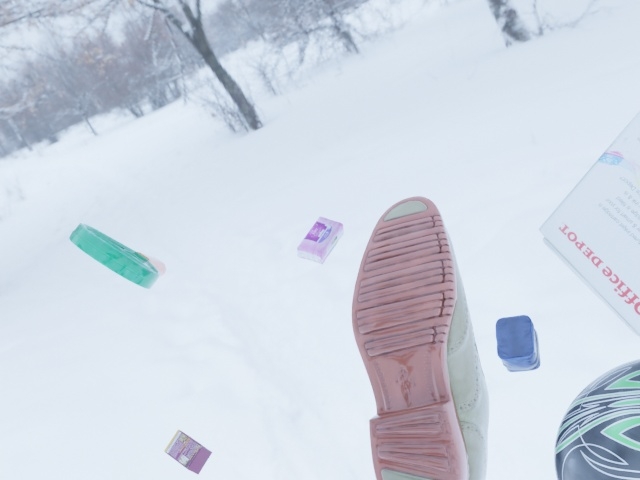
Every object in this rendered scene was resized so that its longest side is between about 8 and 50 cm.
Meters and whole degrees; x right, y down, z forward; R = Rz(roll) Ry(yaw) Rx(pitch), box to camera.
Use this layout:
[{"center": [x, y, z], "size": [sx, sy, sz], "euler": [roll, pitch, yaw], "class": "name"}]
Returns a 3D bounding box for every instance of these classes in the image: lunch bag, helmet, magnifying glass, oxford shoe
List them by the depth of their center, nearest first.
[{"center": [0.260, 0.165, 0.448], "size": [0.162, 0.169, 0.169], "euler": [19, 34, 14], "class": "helmet"}, {"center": [-0.204, 0.022, 0.668], "size": [0.026, 0.092, 0.231], "euler": [-56, -1, -8], "class": "magnifying glass"}, {"center": [0.135, 0.141, 0.783], "size": [0.140, 0.146, 0.397], "euler": [-12, 67, 36], "class": "oxford shoe"}, {"center": [0.355, 0.184, 1.103], "size": [0.067, 0.065, 0.098], "euler": [-10, 50, 26], "class": "lunch bag"}]

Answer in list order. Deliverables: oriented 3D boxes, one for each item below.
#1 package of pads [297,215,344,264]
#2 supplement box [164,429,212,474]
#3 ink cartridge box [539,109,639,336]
[{"center": [0.000, 0.000, 1.041], "size": [0.050, 0.032, 0.083], "euler": [19, 52, 22], "class": "package of pads"}, {"center": [-0.276, 0.441, 1.281], "size": [0.083, 0.043, 0.055], "euler": [17, 65, 40], "class": "supplement box"}, {"center": [0.196, -0.019, 0.334], "size": [0.052, 0.088, 0.122], "euler": [-5, -42, -40], "class": "ink cartridge box"}]
